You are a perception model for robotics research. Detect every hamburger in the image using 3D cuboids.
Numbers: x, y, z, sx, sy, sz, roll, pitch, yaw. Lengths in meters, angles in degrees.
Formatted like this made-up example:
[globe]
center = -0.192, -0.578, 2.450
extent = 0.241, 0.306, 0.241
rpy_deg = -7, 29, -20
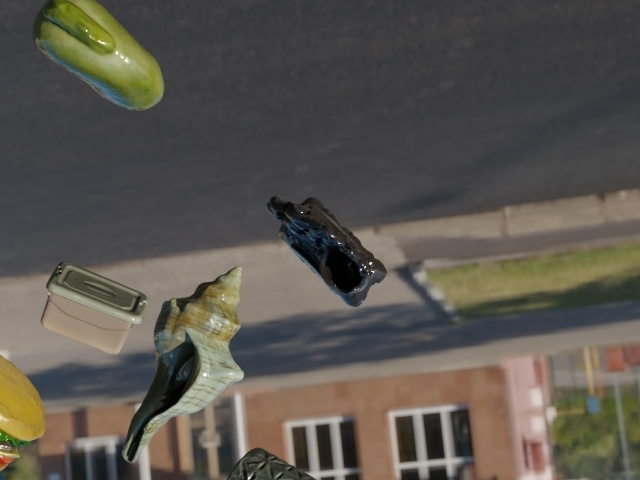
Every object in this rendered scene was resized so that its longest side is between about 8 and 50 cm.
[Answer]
[hamburger]
center = -0.404, 0.200, 1.523
extent = 0.115, 0.162, 0.162
rpy_deg = -46, 165, 4

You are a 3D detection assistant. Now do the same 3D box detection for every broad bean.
[broad bean]
center = -0.241, -0.209, 1.419
extent = 0.174, 0.082, 0.124
rpy_deg = 33, 175, -42

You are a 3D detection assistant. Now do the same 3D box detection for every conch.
[conch]
center = -0.221, 0.225, 2.296
extent = 0.169, 0.386, 0.203
rpy_deg = 17, 175, -29

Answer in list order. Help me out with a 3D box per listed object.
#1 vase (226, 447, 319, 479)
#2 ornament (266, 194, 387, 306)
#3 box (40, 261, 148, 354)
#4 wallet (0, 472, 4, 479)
[vase]
center = -0.023, 0.469, 2.093
extent = 0.301, 0.251, 0.156
rpy_deg = 33, 154, 24
[ornament]
center = 0.000, 0.000, 2.253
extent = 0.106, 0.251, 0.260
rpy_deg = -47, 162, 0
[box]
center = -0.279, 0.085, 1.569
extent = 0.122, 0.062, 0.089
rpy_deg = 22, -162, -7
[wallet]
center = -0.315, 0.276, 1.108
extent = 0.141, 0.202, 0.059
rpy_deg = -22, 156, -32
